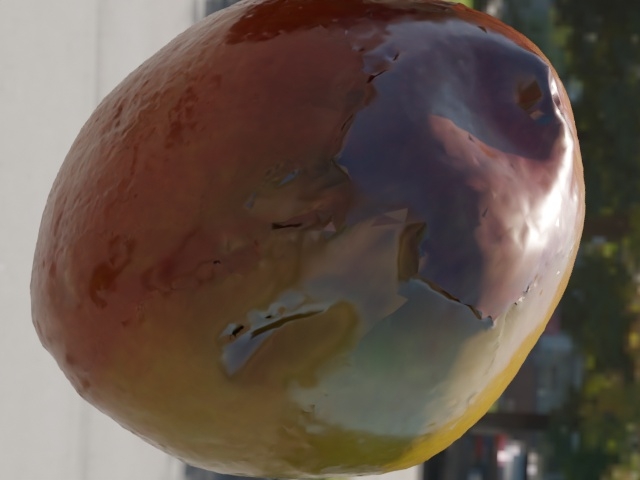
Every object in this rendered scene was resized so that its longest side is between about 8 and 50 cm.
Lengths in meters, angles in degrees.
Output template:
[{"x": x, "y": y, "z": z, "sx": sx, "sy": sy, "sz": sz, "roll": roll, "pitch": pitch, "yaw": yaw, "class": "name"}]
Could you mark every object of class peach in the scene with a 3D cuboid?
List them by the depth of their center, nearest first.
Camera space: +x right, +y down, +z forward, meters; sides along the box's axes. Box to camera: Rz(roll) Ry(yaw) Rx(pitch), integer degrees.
[{"x": 0.000, "y": -0.002, "z": 1.152, "sx": 0.372, "sy": 0.372, "sz": 0.290, "roll": 52, "pitch": 33, "yaw": -79, "class": "peach"}]
